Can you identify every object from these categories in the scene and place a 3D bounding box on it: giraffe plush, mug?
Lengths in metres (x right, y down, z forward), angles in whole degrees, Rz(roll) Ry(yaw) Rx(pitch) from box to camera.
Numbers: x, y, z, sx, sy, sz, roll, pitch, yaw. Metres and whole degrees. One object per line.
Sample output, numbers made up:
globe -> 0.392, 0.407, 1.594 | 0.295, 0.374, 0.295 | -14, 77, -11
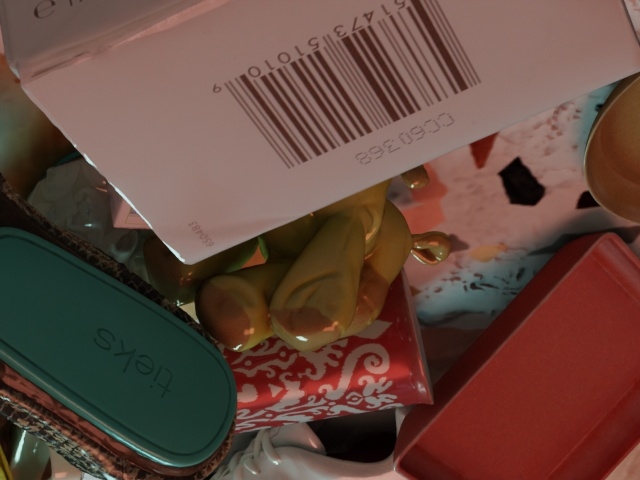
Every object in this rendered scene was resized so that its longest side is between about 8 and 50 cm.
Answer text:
giraffe plush -> 0.000, 0.000, 1.282 | 0.210, 0.181, 0.170 | -52, 153, -7
mug -> -0.001, 0.103, 1.435 | 0.169, 0.113, 0.150 | -13, 143, 4

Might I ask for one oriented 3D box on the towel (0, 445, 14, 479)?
towel -> -0.342, 0.161, 1.362 | 0.237, 0.021, 0.102 | 10, 140, 17

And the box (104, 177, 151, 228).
box -> -0.066, -0.110, 1.118 | 0.103, 0.114, 0.203 | 2, 140, -22

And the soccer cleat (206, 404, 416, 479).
soccer cleat -> -0.041, 0.210, 1.584 | 0.331, 0.116, 0.143 | -20, 122, 10

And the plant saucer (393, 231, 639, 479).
plant saucer -> 0.196, 0.127, 1.521 | 0.258, 0.048, 0.259 | -48, 139, 3

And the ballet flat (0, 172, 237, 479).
ballet flat -> -0.261, 0.007, 1.130 | 0.483, 0.164, 0.182 | 43, 147, -26

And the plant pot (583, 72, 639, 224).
plant pot -> 0.307, -0.094, 1.340 | 0.236, 0.032, 0.236 | -10, 145, -7

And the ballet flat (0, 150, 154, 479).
ballet flat -> -0.189, 0.108, 1.356 | 0.147, 0.147, 0.409 | 2, 140, -22

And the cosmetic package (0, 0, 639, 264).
cosmetic package -> -0.030, -0.209, 0.770 | 0.217, 0.385, 0.156 | -24, 144, 9
